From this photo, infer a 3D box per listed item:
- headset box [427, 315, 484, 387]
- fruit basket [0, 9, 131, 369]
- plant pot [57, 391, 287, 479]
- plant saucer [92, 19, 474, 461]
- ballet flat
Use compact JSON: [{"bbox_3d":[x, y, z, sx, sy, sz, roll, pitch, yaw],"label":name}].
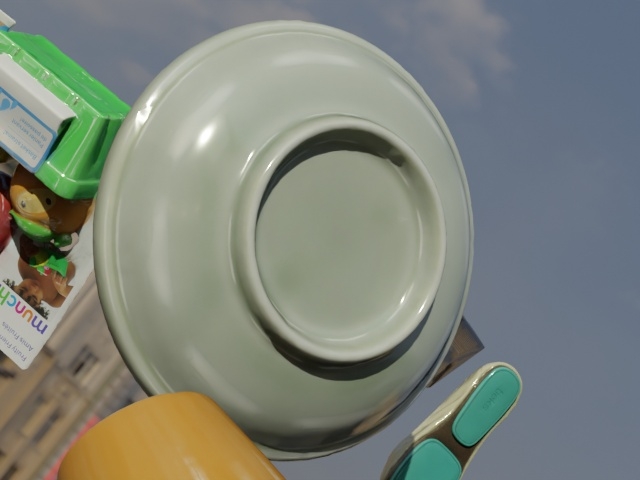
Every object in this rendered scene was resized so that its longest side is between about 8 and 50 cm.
[{"bbox_3d":[0.098,0.050,1.977,0.293,0.110,0.218,55,3,22],"label":"headset box"},{"bbox_3d":[-0.401,-0.070,1.718,0.327,0.353,0.165,40,10,14],"label":"fruit basket"},{"bbox_3d":[-0.088,0.215,0.944,0.188,0.205,0.205,56,-10,30],"label":"plant pot"},{"bbox_3d":[0.000,0.000,1.214,0.400,0.400,0.100,46,-23,-23],"label":"plant saucer"},{"bbox_3d":[0.141,0.239,1.613,0.086,0.248,0.086,41,-21,19],"label":"ballet flat"}]
